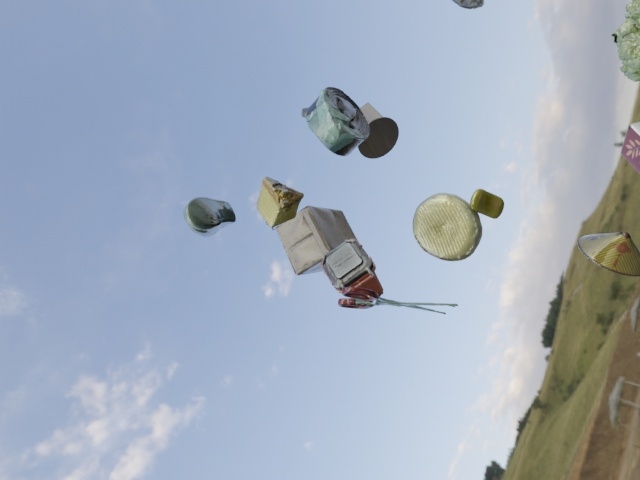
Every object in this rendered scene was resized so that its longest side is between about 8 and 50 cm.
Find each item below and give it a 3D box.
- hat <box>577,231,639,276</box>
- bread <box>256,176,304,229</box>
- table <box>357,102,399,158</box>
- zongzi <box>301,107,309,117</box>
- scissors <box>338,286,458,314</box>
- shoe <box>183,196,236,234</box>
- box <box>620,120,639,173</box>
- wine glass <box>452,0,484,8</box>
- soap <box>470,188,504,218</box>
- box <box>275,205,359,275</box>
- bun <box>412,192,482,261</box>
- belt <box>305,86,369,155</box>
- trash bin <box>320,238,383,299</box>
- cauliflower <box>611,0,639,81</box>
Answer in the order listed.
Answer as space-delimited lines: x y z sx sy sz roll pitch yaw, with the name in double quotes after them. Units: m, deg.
0.848 0.011 1.199 0.193 0.193 0.082 -30 -39 -43 "hat"
-0.147 -0.137 1.465 0.127 0.152 0.147 -31 -23 -45 "bread"
0.175 -0.444 1.622 0.167 0.227 0.167 -14 -45 -14 "table"
-0.018 -0.430 1.446 0.083 0.076 0.040 8 -70 -19 "zongzi"
0.165 0.138 0.922 0.144 0.247 0.017 96 180 -68 "scissors"
-0.333 -0.061 1.225 0.103 0.100 0.251 58 -163 2 "shoe"
1.157 -0.228 1.208 0.122 0.344 0.385 67 -167 -46 "box"
0.298 -0.521 0.748 0.066 0.066 0.198 18 -85 -51 "wine glass"
0.628 -0.138 1.594 0.140 0.045 0.089 21 -95 -11 "soap"
0.000 0.000 1.733 0.297 0.190 0.225 1 -120 -62 "box"
0.517 -0.060 1.711 0.146 0.287 0.287 -25 -63 -53 "bun"
0.042 -0.283 0.997 0.151 0.078 0.198 37 -145 -20 "belt"
0.129 0.133 1.475 0.161 0.184 0.239 -36 -41 2 "trash bin"
0.837 -0.491 0.977 0.260 0.327 0.281 67 -163 17 "cauliflower"
